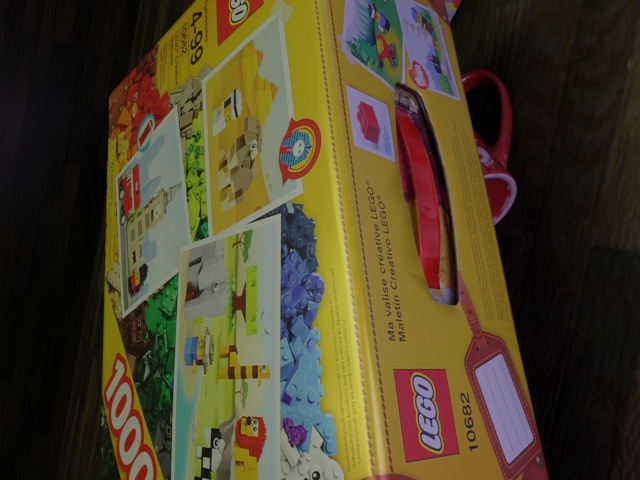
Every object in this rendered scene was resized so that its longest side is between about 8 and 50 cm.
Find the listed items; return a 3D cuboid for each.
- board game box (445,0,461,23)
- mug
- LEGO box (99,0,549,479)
[{"bbox_3d":[0.134,-0.424,0.652,0.275,0.144,0.142,-63,35,28],"label":"board game box"},{"bbox_3d":[0.132,-0.101,0.601,0.150,0.113,0.169,-59,40,34],"label":"mug"},{"bbox_3d":[-0.043,0.017,0.547,0.373,0.193,0.499,-25,63,42],"label":"LEGO box"}]
